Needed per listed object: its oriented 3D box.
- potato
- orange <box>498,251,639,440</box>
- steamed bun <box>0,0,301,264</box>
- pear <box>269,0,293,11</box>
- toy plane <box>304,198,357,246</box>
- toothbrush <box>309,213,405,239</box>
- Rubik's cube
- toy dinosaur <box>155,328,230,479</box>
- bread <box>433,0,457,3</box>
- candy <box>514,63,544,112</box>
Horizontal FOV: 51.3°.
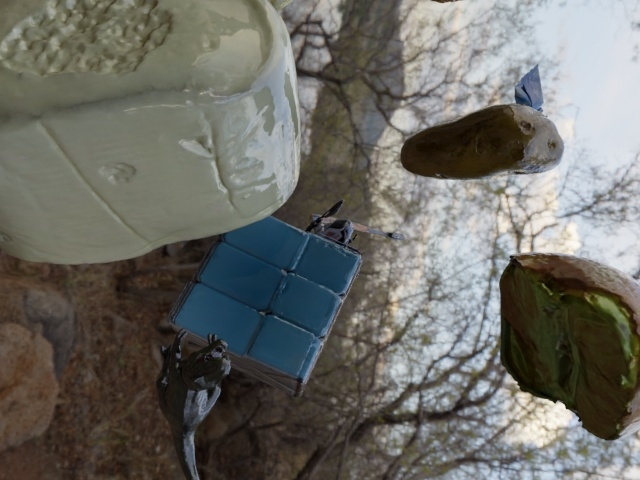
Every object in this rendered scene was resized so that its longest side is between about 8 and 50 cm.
[{"bbox_3d":[0.329,-0.203,1.423,0.176,0.369,0.195,56,49,-32],"label":"potato"},{"bbox_3d":[0.411,0.154,1.062,0.335,0.196,0.262,22,-66,58],"label":"orange"},{"bbox_3d":[-0.259,-0.168,0.882,0.371,0.456,0.289,90,-10,-60],"label":"steamed bun"},{"bbox_3d":[-0.099,-0.516,1.237,0.187,0.220,0.187,5,84,-50],"label":"pear"},{"bbox_3d":[0.000,0.001,1.251,0.197,0.078,0.053,-36,-173,41],"label":"toy plane"},{"bbox_3d":[0.099,-0.033,1.755,0.031,0.321,0.023,-5,-103,54],"label":"toothbrush"},{"bbox_3d":[-0.085,0.102,1.097,0.221,0.231,0.224,101,14,-71],"label":"Rubik's cube"},{"bbox_3d":[-0.152,0.197,0.744,0.187,0.087,0.178,106,-10,-55],"label":"toy dinosaur"},{"bbox_3d":[0.271,-0.479,1.085,0.260,0.134,0.129,-47,-173,11],"label":"bread"},{"bbox_3d":[0.503,-0.344,1.603,0.038,0.088,0.136,37,-23,46],"label":"candy"}]
